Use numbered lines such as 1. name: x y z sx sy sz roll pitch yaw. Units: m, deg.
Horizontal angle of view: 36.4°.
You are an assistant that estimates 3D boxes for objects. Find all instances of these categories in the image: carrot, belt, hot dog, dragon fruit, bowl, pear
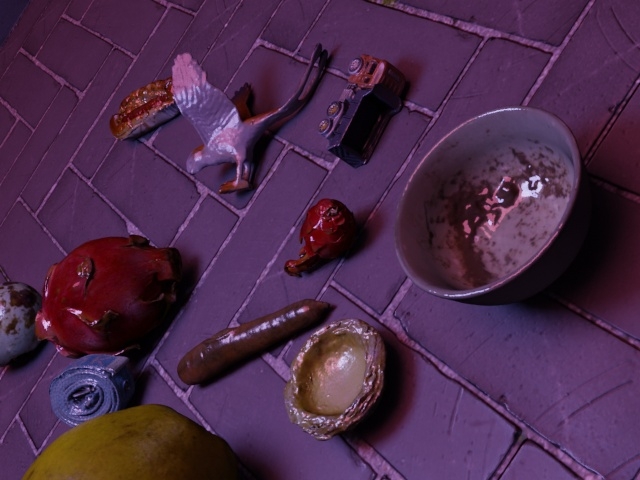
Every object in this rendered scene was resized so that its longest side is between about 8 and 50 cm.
1. carrot: -0.122 0.167 1.681 0.342 0.070 0.070 -29 46 30
2. belt: -0.439 0.292 1.884 0.163 0.148 0.082 1 23 20
3. hot dog: -0.405 -0.315 2.308 0.252 0.069 0.131 -19 52 38
4. dragon fruit: 0.000 0.000 1.649 0.190 0.094 0.094 125 149 -45
5. dragon fruit: -0.423 0.109 1.925 0.314 0.250 0.250 -5 60 27
6. bowl: 0.256 -0.025 1.331 0.289 0.146 0.289 -26 47 32
7. pear: -0.301 0.445 1.455 0.352 0.352 0.413 14 64 51

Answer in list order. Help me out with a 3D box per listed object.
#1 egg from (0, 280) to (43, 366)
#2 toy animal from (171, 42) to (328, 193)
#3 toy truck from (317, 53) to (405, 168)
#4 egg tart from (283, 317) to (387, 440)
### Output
1. egg: -0.720 0.197 2.230 0.231 0.169 0.169 -53 37 26
2. toy animal: -0.129 -0.230 1.946 0.284 0.225 0.302 -1 76 25
3. toy truck: 0.075 -0.229 1.717 0.092 0.083 0.192 21 83 52
4. egg tart: 0.036 0.212 1.466 0.197 0.078 0.197 -25 49 32
